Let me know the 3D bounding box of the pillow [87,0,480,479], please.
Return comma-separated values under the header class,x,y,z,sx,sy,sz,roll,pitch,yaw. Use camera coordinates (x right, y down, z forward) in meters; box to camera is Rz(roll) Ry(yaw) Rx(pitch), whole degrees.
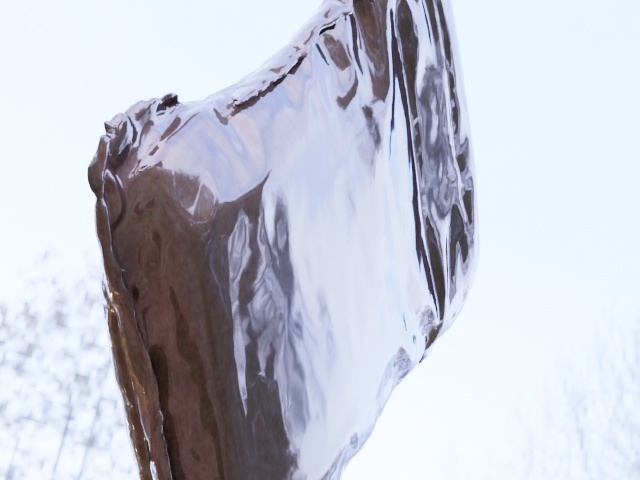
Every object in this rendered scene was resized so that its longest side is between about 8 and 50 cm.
class,x,y,z,sx,sy,sz,roll,pitch,yaw
pillow,0.001,0.002,0.441,0.034,0.211,0.135,-1,-66,23
